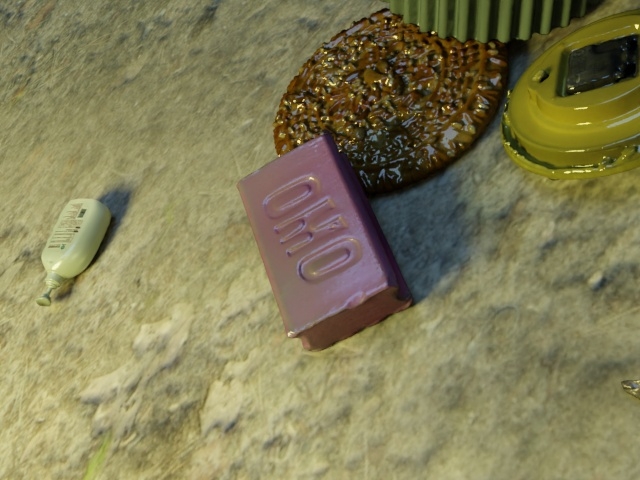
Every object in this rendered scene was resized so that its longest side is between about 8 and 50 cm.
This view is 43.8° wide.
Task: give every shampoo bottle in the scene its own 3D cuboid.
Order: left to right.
[{"bbox_3d":[-0.329,0.017,1.038,0.077,0.045,0.151,-2,54,29],"label":"shampoo bottle"}]

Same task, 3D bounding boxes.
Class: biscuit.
[{"bbox_3d":[0.073,-0.176,0.940,0.305,0.038,0.305,-17,49,21],"label":"biscuit"}]

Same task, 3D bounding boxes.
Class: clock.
[{"bbox_3d":[0.274,-0.156,0.759,0.237,0.057,0.237,-24,37,19],"label":"clock"}]

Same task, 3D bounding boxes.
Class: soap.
[{"bbox_3d":[0.000,0.000,0.808,0.122,0.065,0.203,-29,56,10],"label":"soap"}]

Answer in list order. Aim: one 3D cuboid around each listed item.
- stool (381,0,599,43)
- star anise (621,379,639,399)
[{"bbox_3d":[0.181,-0.415,0.796,0.297,0.330,0.297,-3,64,6],"label":"stool"},{"bbox_3d":[0.291,0.101,0.546,0.207,0.063,0.172,-66,21,12],"label":"star anise"}]
